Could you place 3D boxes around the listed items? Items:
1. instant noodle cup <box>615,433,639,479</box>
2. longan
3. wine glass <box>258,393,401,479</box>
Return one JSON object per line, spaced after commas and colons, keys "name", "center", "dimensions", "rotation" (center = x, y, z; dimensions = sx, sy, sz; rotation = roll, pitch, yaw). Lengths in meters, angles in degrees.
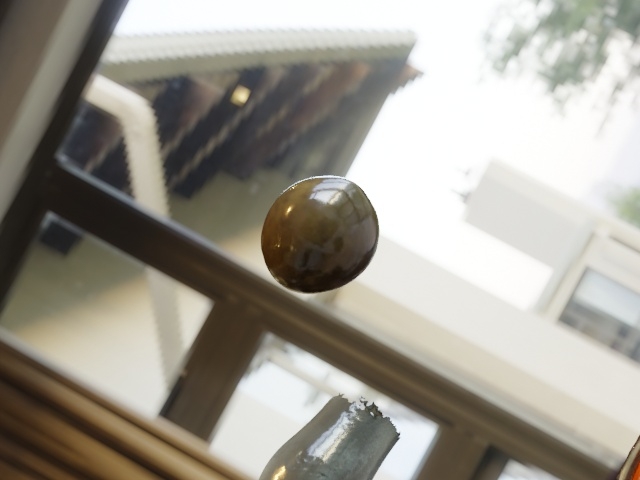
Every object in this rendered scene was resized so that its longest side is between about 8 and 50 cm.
{"name": "instant noodle cup", "center": [0.307, 0.192, 1.054], "dimensions": [0.213, 0.213, 0.174], "rotation": [-64, 30, 15]}
{"name": "longan", "center": [0.000, 0.000, 1.489], "dimensions": [0.106, 0.106, 0.119], "rotation": [-57, -18, -27]}
{"name": "wine glass", "center": [-0.020, 0.250, 1.674], "dimensions": [0.222, 0.103, 0.103], "rotation": [-50, -13, -22]}
